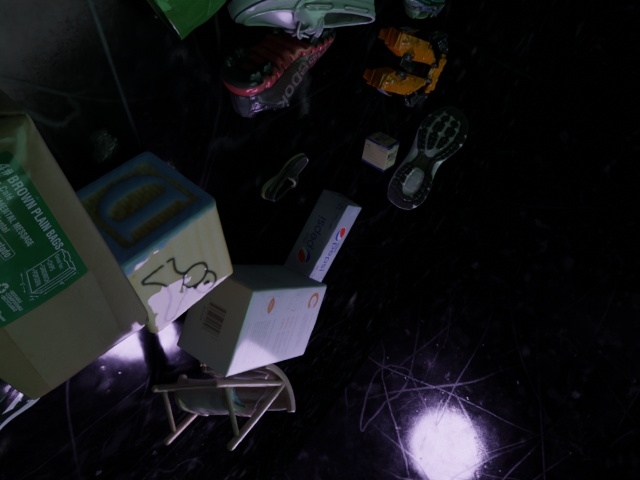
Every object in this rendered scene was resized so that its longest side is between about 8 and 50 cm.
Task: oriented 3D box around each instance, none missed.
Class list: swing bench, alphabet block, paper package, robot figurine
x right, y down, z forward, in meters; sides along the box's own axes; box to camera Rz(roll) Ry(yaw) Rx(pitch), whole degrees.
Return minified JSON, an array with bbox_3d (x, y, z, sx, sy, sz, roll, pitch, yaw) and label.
[{"bbox_3d":[-0.247,0.410,1.305,0.255,0.253,0.165,-10,87,-56],"label":"swing bench"},{"bbox_3d":[-0.289,0.002,0.854,0.192,0.193,0.197,-39,150,-27],"label":"alphabet block"},{"bbox_3d":[-0.374,-0.027,0.537,0.168,0.309,0.324,-42,150,-27],"label":"paper package"},{"bbox_3d":[0.238,-0.464,1.320,0.291,0.085,0.211,-14,133,-53],"label":"robot figurine"}]

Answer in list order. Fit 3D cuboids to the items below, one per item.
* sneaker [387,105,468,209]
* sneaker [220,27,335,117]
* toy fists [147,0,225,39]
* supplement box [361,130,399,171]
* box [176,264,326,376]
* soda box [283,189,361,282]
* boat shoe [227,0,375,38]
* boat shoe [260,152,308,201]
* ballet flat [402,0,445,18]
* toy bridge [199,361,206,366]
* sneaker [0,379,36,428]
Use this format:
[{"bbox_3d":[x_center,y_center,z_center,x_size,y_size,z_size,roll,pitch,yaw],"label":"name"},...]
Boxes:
[{"bbox_3d":[0.347,-0.285,1.721,0.410,0.158,0.182,-54,-175,-6],"label":"sneaker"},{"bbox_3d":[-0.074,-0.325,0.942,0.276,0.098,0.135,-46,162,-28],"label":"sneaker"},{"bbox_3d":[-0.201,-0.400,0.639,0.142,0.096,0.279,-43,155,-3],"label":"toy fists"},{"bbox_3d":[0.174,-0.260,1.456,0.056,0.083,0.083,-34,146,-38],"label":"supplement box"},{"bbox_3d":[-0.162,0.187,1.283,0.345,0.168,0.215,7,104,-61],"label":"box"},{"bbox_3d":[0.000,0.000,1.454,0.091,0.098,0.286,2,119,-59],"label":"soda box"},{"bbox_3d":[-0.023,-0.393,0.863,0.268,0.096,0.088,-20,98,-26],"label":"boat shoe"},{"bbox_3d":[-0.077,-0.147,1.200,0.152,0.049,0.056,-48,153,-16],"label":"boat shoe"},{"bbox_3d":[0.245,-0.576,1.228,0.188,0.070,0.070,-20,138,-45],"label":"ballet flat"},{"bbox_3d":[-0.286,0.270,1.370,0.188,0.026,0.063,-60,154,11],"label":"toy bridge"},{"bbox_3d":[-0.587,0.289,0.834,0.217,0.079,0.121,-50,152,-30],"label":"sneaker"}]
